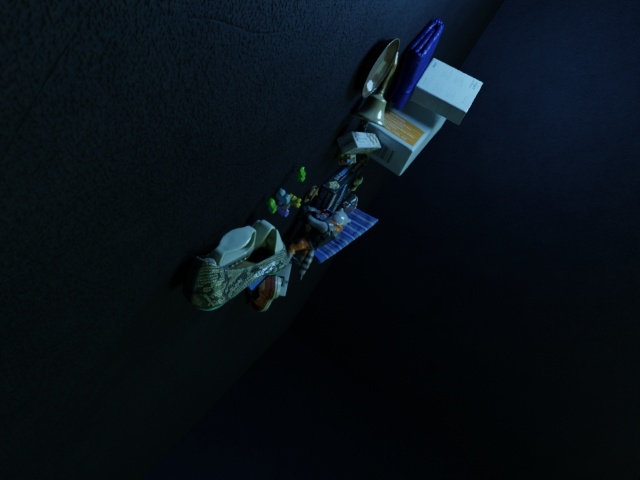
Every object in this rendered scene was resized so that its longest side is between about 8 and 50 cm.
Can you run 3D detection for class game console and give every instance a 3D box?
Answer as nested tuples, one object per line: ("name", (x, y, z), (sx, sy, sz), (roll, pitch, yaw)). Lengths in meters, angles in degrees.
("game console", (-0.233, 0.111, 1.702), (0.122, 0.071, 0.107), (-48, 170, -40))

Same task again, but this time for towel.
("towel", (0.071, -0.036, 2.170), (0.336, 0.040, 0.243), (-36, -149, -11))
("towel", (0.372, -0.692, 1.863), (0.227, 0.076, 0.308), (-58, 174, -24))

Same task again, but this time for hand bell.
("hand bell", (0.210, -0.521, 1.605), (0.242, 0.126, 0.126), (-68, 168, 14))

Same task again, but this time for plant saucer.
("plant saucer", (0.175, -0.541, 1.467), (0.198, 0.036, 0.198), (-52, 171, -12))

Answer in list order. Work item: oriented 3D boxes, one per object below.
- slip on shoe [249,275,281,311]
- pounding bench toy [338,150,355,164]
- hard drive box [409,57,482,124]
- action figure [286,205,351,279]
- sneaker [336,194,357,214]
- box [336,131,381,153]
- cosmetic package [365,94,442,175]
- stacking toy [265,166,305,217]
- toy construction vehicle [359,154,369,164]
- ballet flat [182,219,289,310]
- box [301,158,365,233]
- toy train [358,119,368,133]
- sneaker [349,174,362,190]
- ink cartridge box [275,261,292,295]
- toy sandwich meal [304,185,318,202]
("slip on shoe", (-0.251, 0.220, 1.992), (0.331, 0.101, 0.123), (134, -39, -63))
("pounding bench toy", (0.100, -0.336, 1.814), (0.065, 0.052, 0.083), (-36, 128, -62))
("hard drive box", (0.516, -0.615, 1.945), (0.181, 0.232, 0.089), (-57, 174, -21))
("action figure", (0.000, 0.000, 1.974), (0.330, 0.178, 0.341), (-44, 152, 17))
("sneaker", (0.118, -0.152, 2.163), (0.158, 0.061, 0.065), (-53, 165, -15))
("box", (0.153, -0.369, 1.797), (0.067, 0.063, 0.324), (-23, -179, 24))
("cosmetic package", (0.384, -0.511, 2.090), (0.453, 0.230, 0.161), (-49, 170, -36))
("stacking toy", (-0.121, -0.120, 1.488), (0.167, 0.052, 0.221), (-52, 170, -26))
("toy construction vehicle", (0.216, -0.398, 2.310), (0.098, 0.035, 0.086), (-57, -177, 36))
("ballet flat", (-0.205, 0.038, 1.347), (0.483, 0.164, 0.182), (-32, 141, -63))
("box", (0.057, -0.192, 2.115), (0.293, 0.073, 0.295), (-47, 169, -45))
("toy train", (0.176, -0.466, 1.819), (0.036, 0.027, 0.158), (-62, 176, -28))
("sneaker", (0.158, -0.254, 2.080), (0.083, 0.031, 0.035), (-58, 170, 11))
("ink cartridge box", (-0.172, 0.179, 2.074), (0.104, 0.060, 0.180), (-128, -131, -86))
("toy sandwich meal", (-0.032, -0.175, 1.811), (0.085, 0.029, 0.085), (-52, 172, -11))
